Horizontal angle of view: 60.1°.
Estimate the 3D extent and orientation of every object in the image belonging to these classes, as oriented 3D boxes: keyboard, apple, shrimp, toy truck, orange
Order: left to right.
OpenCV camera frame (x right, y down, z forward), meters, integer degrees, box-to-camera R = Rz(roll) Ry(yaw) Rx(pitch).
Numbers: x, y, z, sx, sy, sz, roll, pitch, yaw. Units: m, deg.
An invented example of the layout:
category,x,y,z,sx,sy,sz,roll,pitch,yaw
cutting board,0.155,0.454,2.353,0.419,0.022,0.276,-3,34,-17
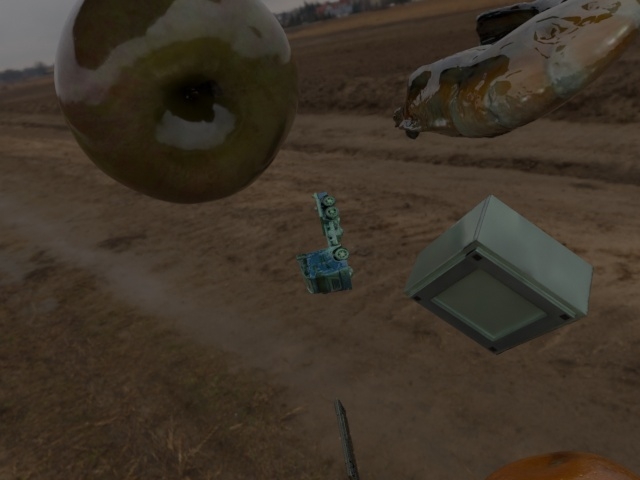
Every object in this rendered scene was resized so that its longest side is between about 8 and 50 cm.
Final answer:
category,x,y,z,sx,sy,sz,roll,pitch,yaw
apple,-0.158,-0.176,0.618,0.257,0.256,0.234,-19,31,-18
toy truck,0.000,0.000,0.873,0.081,0.067,0.175,-12,53,1
keyboard,0.041,0.314,0.865,0.015,0.049,0.129,-14,44,2
shrimp,0.131,-0.139,0.421,0.145,0.059,0.254,-48,15,-2
orange,0.318,0.379,0.723,0.240,0.171,0.240,-16,-7,-2

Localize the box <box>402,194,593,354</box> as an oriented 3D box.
category,x,y,z,sx,sy,sz,roll,pitch,yaw
box,0.309,0.077,0.986,0.225,0.225,0.117,-49,9,52
